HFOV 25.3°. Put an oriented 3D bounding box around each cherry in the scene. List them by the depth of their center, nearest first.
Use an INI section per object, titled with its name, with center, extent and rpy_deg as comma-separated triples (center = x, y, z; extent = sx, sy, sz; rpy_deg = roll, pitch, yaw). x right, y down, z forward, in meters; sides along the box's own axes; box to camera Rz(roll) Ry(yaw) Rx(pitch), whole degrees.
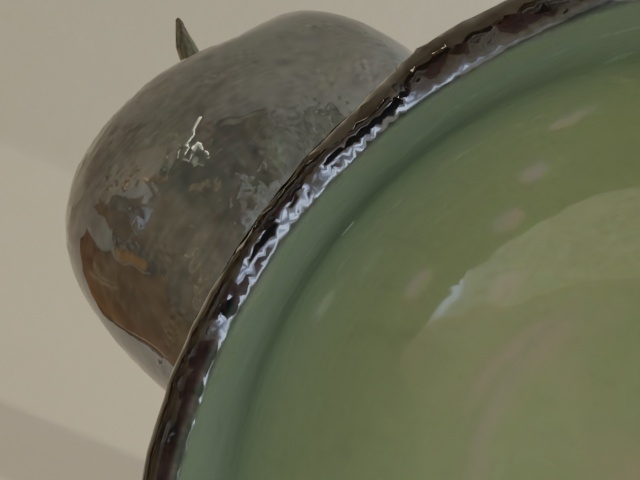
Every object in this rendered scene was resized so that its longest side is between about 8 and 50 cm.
[cherry]
center = 0.000, 0.000, 0.761
extent = 0.296, 0.255, 0.218
rpy_deg = 48, -70, 19

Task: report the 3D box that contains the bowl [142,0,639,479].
[bowl]
center = 0.122, 0.090, 0.464
extent = 0.354, 0.185, 0.353
rpy_deg = 0, -86, -3
